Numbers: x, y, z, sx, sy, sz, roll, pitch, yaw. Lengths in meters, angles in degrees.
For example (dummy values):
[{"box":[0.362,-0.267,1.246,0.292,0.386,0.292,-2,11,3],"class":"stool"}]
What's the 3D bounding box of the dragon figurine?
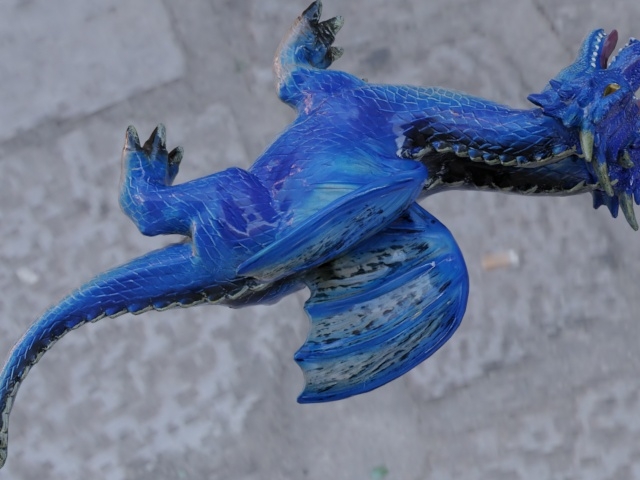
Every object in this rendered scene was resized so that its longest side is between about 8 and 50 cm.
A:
[{"box":[0.000,0.000,0.666,0.289,0.085,0.144,-36,43,-13],"class":"dragon figurine"}]
